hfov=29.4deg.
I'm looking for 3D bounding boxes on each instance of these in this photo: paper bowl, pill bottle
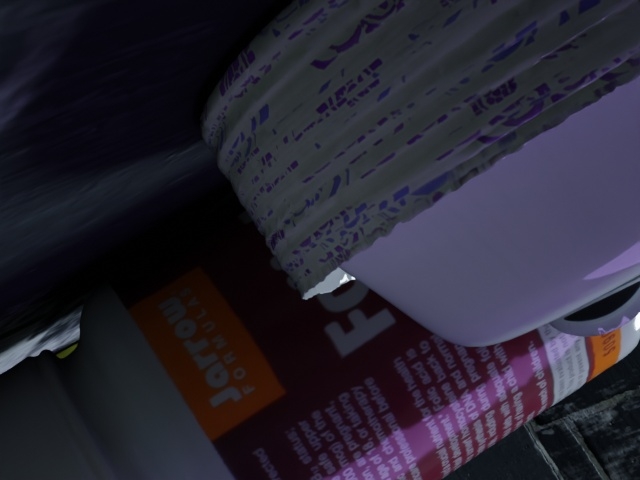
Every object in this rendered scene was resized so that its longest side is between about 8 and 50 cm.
[{"bbox_3d":[0.104,-0.061,0.507,0.284,0.148,0.284,-30,176,-2],"label":"paper bowl"},{"bbox_3d":[-0.012,0.078,0.785,0.392,0.224,0.224,-32,176,-10],"label":"pill bottle"}]

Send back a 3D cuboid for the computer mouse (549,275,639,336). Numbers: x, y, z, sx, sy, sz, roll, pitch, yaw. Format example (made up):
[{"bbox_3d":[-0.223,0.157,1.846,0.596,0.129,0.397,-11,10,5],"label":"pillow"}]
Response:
[{"bbox_3d":[0.119,-0.029,0.668,0.106,0.193,0.042,-26,154,10],"label":"computer mouse"}]

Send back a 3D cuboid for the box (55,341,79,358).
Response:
[{"bbox_3d":[-0.237,0.132,1.060,0.105,0.043,0.179,-29,178,-34],"label":"box"}]
